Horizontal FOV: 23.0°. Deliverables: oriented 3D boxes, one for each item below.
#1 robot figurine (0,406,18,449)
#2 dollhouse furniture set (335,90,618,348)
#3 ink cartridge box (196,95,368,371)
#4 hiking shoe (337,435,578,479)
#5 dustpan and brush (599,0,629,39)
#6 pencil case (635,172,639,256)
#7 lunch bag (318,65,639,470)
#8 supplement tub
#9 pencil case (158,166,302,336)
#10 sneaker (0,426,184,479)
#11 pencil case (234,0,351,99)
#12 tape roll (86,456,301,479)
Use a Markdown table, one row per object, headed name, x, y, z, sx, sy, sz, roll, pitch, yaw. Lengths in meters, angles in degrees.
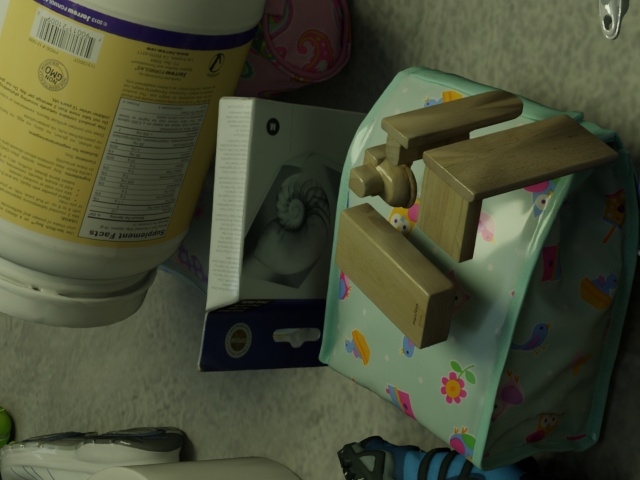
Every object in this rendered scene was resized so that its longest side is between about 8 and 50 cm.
| name | x | y | z | sx | sy | sz | roll | pitch | yaw |
| --- | --- | --- | --- | --- | --- | --- | --- | --- | --- |
| robot figurine | -0.413 | 0.245 | 1.902 | 0.101 | 0.067 | 0.115 | 23 | 107 | 19 |
| dollhouse furniture set | 0.105 | -0.021 | 1.120 | 0.144 | 0.123 | 0.151 | 45 | 141 | 42 |
| ink cartridge box | 0.000 | 0.000 | 1.312 | 0.045 | 0.223 | 0.224 | 8 | 95 | 44 |
| hiking shoe | 0.115 | 0.218 | 1.268 | 0.304 | 0.132 | 0.113 | 23 | 133 | 68 |
| dustpan and brush | 0.230 | -0.252 | 1.179 | 0.147 | 0.060 | 0.211 | -7 | 83 | 49 |
| pencil case | 0.334 | -0.076 | 0.997 | 0.306 | 0.133 | 0.119 | -36 | 32 | 42 |
| lunch bag | 0.126 | 0.009 | 1.217 | 0.223 | 0.160 | 0.262 | 28 | 115 | 47 |
| supplement tub | -0.204 | -0.116 | 1.372 | 0.241 | 0.241 | 0.331 | 45 | 124 | 41 |
| pencil case | -0.102 | -0.001 | 1.514 | 0.273 | 0.113 | 0.124 | 29 | 85 | 47 |
| sneaker | -0.255 | 0.269 | 1.692 | 0.297 | 0.111 | 0.129 | -9 | 87 | 50 |
| pencil case | -0.098 | -0.189 | 1.516 | 0.284 | 0.124 | 0.124 | -5 | 84 | 49 |
| tape roll | -0.119 | 0.329 | 1.476 | 0.246 | 0.169 | 0.246 | -3 | 86 | 50 |
